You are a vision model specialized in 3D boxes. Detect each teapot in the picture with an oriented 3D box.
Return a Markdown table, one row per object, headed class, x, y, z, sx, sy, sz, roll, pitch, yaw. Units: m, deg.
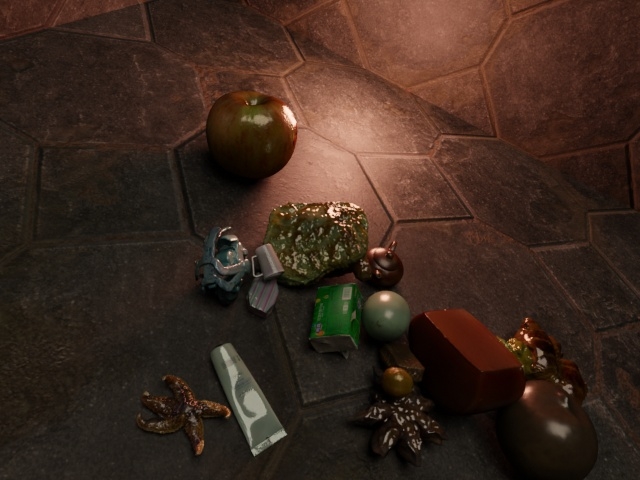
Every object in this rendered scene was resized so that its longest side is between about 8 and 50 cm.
| class | x | y | z | sx | sy | sz | roll | pitch | yaw |
| --- | --- | --- | --- | --- | --- | --- | --- | --- | --- |
| teapot | 0.260 | 0.081 | 1.667 | 0.178 | 0.135 | 0.252 | 33 | 47 | 3 |

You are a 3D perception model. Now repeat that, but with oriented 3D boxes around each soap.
| class | x | y | z | sx | sy | sz | roll | pitch | yaw |
| --- | --- | --- | --- | --- | --- | --- | --- | --- | --- |
| soap | -0.198 | 0.190 | 1.431 | 0.100 | 0.056 | 0.149 | 21 | 45 | -3 |

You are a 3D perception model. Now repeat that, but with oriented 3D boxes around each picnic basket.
| class | x | y | z | sx | sy | sz | roll | pitch | yaw |
| --- | --- | --- | --- | --- | --- | --- | --- | --- | --- |
| picnic basket | 0.263 | 0.390 | 1.373 | 0.110 | 0.054 | 0.193 | 12 | 8 | -11 |

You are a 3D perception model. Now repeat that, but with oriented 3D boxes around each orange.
| class | x | y | z | sx | sy | sz | roll | pitch | yaw |
| --- | --- | --- | --- | --- | --- | --- | --- | --- | --- |
| orange | 0.227 | 0.419 | 1.236 | 0.095 | 0.085 | 0.085 | 18 | 45 | 4 |

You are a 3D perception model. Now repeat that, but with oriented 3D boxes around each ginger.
| class | x | y | z | sx | sy | sz | roll | pitch | yaw |
| --- | --- | --- | --- | --- | --- | --- | --- | --- | --- |
| ginger | 0.846 | 0.459 | 1.554 | 0.274 | 0.152 | 0.357 | -13 | 58 | -31 |

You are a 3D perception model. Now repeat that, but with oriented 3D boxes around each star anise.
| class | x | y | z | sx | sy | sz | roll | pitch | yaw |
| --- | --- | --- | --- | --- | --- | --- | --- | --- | --- |
| star anise | 0.228 | 0.520 | 1.274 | 0.316 | 0.108 | 0.315 | 12 | 46 | -13 |

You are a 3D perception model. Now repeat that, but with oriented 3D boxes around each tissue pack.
| class | x | y | z | sx | sy | sz | roll | pitch | yaw |
| --- | --- | --- | --- | --- | --- | --- | --- | --- | --- |
| tissue pack | 0.063 | 0.275 | 1.417 | 0.148 | 0.156 | 0.208 | -8 | 45 | 18 |

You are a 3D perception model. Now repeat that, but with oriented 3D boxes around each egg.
| class | x | y | z | sx | sy | sz | roll | pitch | yaw |
| --- | --- | --- | --- | --- | --- | --- | --- | --- | --- |
| egg | 0.224 | 0.260 | 1.445 | 0.168 | 0.168 | 0.231 | 33 | 11 | 8 |

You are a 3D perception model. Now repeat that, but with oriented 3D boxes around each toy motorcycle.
| class | x | y | z | sx | sy | sz | roll | pitch | yaw |
| --- | --- | --- | --- | --- | --- | --- | --- | --- | --- |
| toy motorcycle | -0.319 | 0.074 | 1.406 | 0.154 | 0.206 | 0.260 | -12 | 44 | 19 |

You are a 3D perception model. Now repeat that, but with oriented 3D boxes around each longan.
| class | x | y | z | sx | sy | sz | roll | pitch | yaw |
| --- | --- | --- | --- | --- | --- | --- | --- | --- | --- |
| longan | 0.690 | 0.586 | 1.293 | 0.298 | 0.297 | 0.297 | 12 | 47 | -13 |

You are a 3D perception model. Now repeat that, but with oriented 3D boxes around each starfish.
| class | x | y | z | sx | sy | sz | roll | pitch | yaw |
| --- | --- | --- | --- | --- | --- | --- | --- | --- | --- |
| starfish | -0.360 | 0.463 | 1.117 | 0.238 | 0.071 | 0.215 | -2 | 56 | -11 |

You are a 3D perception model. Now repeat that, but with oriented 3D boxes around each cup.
| class | x | y | z | sx | sy | sz | roll | pitch | yaw |
| --- | --- | --- | --- | --- | --- | --- | --- | --- | --- |
| cup | -0.189 | 0.082 | 1.430 | 0.104 | 0.074 | 0.116 | -22 | 76 | -13 |

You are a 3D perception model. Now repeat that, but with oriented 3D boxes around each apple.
| class | x | y | z | sx | sy | sz | roll | pitch | yaw |
| --- | --- | --- | --- | --- | --- | --- | --- | --- | --- |
| apple | -0.291 | -0.442 | 1.791 | 0.401 | 0.333 | 0.400 | 6 | 32 | -4 |

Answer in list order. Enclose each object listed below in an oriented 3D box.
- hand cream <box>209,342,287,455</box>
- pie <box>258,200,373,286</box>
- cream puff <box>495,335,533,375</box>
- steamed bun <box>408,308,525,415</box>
| class | x | y | z | sx | sy | sz | roll | pitch | yaw |
| --- | --- | --- | --- | --- | --- | --- | --- | --- | --- |
| hand cream | -0.220 | 0.438 | 1.205 | 0.109 | 0.067 | 0.320 | -20 | 64 | -36 |
| pie | -0.024 | -0.009 | 1.595 | 0.419 | 0.180 | 0.395 | -1 | 50 | -7 |
| cream puff | 0.645 | 0.422 | 1.469 | 0.195 | 0.221 | 0.194 | 0 | 90 | -8 |
| steamed bun | 0.449 | 0.402 | 1.366 | 0.235 | 0.248 | 0.379 | -1 | 26 | -23 |
